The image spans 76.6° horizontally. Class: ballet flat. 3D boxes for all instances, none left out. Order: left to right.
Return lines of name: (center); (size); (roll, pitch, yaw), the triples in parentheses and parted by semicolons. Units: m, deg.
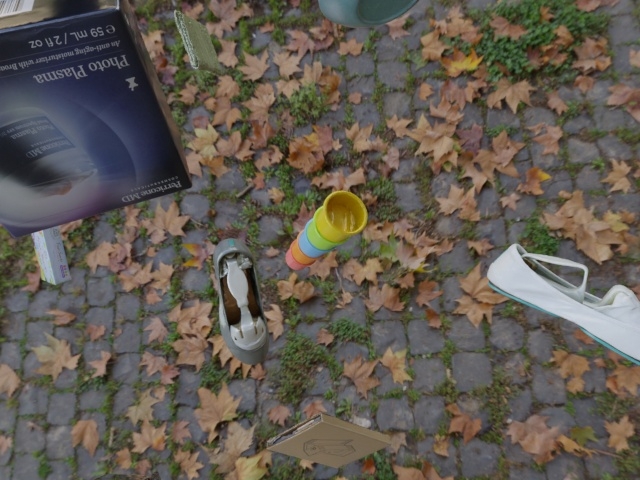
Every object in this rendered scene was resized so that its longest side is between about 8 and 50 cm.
ballet flat: (-0.118, 0.104, 0.605); (0.072, 0.068, 0.213); (-13, 105, -15)
ballet flat: (0.562, 0.128, 0.858); (0.400, 0.139, 0.139); (30, 84, 27)

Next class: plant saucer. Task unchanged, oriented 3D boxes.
plant saucer: (0.094, -0.359, 0.573); (0.194, 0.195, 0.037); (-19, 84, 3)

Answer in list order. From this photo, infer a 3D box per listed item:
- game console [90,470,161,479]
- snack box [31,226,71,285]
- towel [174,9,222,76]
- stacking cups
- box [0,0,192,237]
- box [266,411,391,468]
game console: (-0.264, 0.370, 0.575); (0.071, 0.122, 0.107); (-23, 74, -24)
snack box: (-0.622, 0.025, 0.930); (0.100, 0.037, 0.141); (4, 106, 40)
towel: (-0.301, -0.484, 1.001); (0.027, 0.110, 0.148); (-21, 91, 24)
stacking cups: (0.000, 0.000, 0.921); (0.096, 0.316, 0.096); (7, 67, -17)
box: (-0.389, -0.195, 0.611); (0.296, 0.294, 0.183); (-18, 51, -10)
box: (0.019, 0.414, 0.828); (0.164, 0.201, 0.021); (-40, 35, 27)
